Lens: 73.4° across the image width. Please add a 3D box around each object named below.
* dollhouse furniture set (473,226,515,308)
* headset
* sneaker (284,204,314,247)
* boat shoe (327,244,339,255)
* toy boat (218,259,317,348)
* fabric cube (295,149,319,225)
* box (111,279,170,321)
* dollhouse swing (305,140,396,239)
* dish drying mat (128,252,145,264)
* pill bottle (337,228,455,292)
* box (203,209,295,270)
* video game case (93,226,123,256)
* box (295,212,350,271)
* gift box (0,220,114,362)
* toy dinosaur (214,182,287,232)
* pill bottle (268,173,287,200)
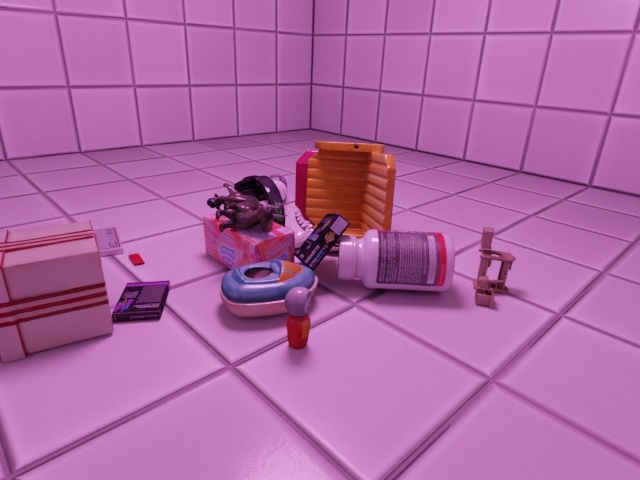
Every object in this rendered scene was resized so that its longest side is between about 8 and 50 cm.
[{"bbox_3d":[0.506,0.077,1.224,0.101,0.182,0.161,8,23,14],"label":"dollhouse furniture set"},{"bbox_3d":[-0.263,-0.115,1.536,0.185,0.244,0.394,-11,21,-30],"label":"headset"},{"bbox_3d":[-0.115,-0.052,1.581,0.118,0.110,0.292,-15,27,-16],"label":"sneaker"},{"bbox_3d":[0.046,0.027,1.476,0.136,0.043,0.049,6,25,11],"label":"boat shoe"},{"bbox_3d":[-0.104,0.130,1.086,0.267,0.148,0.318,-9,25,-25],"label":"toy boat"},{"bbox_3d":[0.041,-0.212,1.766,0.258,0.258,0.254,6,23,8],"label":"fabric cube"},{"bbox_3d":[-0.470,0.158,1.137,0.116,0.029,0.162,-2,22,-9],"label":"box"},{"bbox_3d":[0.087,-0.155,1.467,0.314,0.347,0.305,5,14,7],"label":"dollhouse swing"},{"bbox_3d":[-0.591,0.060,1.380,0.032,0.008,0.083,-13,26,-33],"label":"dish drying mat"},{"bbox_3d":[0.211,0.057,1.251,0.318,0.177,0.176,3,23,1],"label":"pill bottle"},{"bbox_3d":[-0.231,0.010,1.362,0.154,0.142,0.299,-19,30,-40],"label":"box"},{"bbox_3d":[-0.823,0.018,1.434,0.285,0.025,0.204,-10,26,-27],"label":"video game case"},{"bbox_3d":[0.000,0.000,1.303,0.051,0.175,0.220,39,-2,-9],"label":"box"},{"bbox_3d":[-0.651,0.084,0.995,0.258,0.277,0.255,-13,22,-29],"label":"gift box"},{"bbox_3d":[-0.233,-0.091,1.311,0.160,0.121,0.313,2,16,-28],"label":"toy dinosaur"},{"bbox_3d":[-0.206,-0.234,1.984,0.107,0.108,0.180,0,24,-5],"label":"pill bottle"}]
